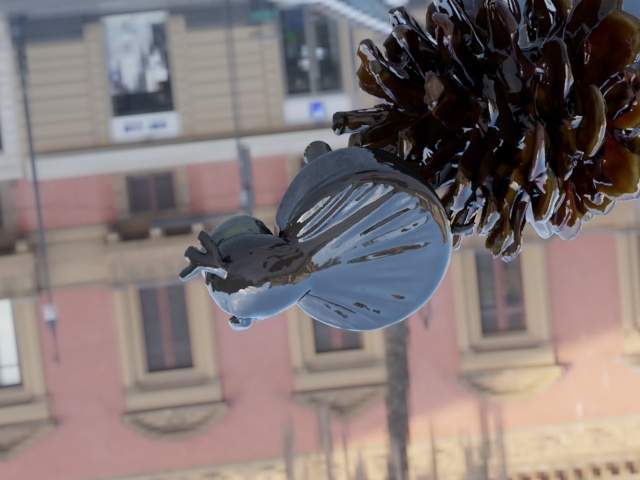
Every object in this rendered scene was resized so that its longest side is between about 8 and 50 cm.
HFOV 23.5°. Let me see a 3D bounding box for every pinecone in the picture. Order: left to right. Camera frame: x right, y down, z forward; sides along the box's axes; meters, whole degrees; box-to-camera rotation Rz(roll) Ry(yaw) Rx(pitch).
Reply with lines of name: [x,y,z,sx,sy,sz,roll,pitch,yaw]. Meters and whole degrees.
pinecone: [0.137,-0.099,1.260,0.264,0.264,0.264,-6,-173,1]

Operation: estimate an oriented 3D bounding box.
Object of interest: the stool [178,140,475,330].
stool: [0.000,0.000,1.121,0.217,0.125,0.121,-15,-153,-10]
